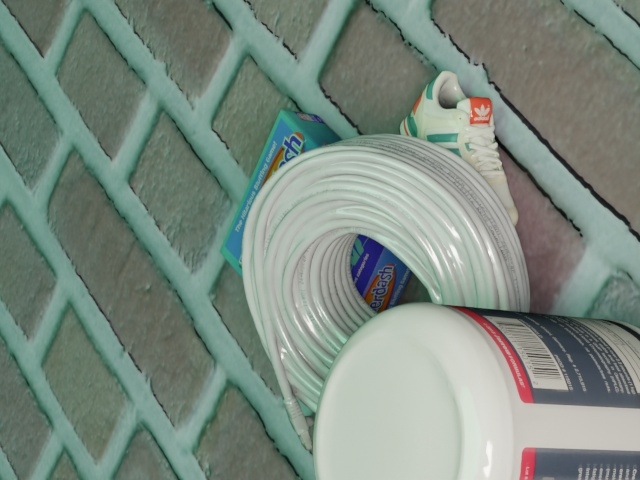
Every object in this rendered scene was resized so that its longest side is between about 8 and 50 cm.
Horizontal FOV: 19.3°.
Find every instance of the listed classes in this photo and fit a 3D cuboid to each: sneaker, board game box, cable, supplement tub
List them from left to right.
[{"bbox_3d":[0.000,0.000,1.707,0.210,0.047,0.160,46,121,45],"label":"board game box"},{"bbox_3d":[0.053,0.039,1.532,0.257,0.089,0.257,-19,96,39],"label":"cable"},{"bbox_3d":[0.122,-0.077,1.555,0.161,0.057,0.075,60,135,41],"label":"sneaker"},{"bbox_3d":[0.150,0.145,1.312,0.191,0.272,0.191,-11,76,51],"label":"supplement tub"}]
